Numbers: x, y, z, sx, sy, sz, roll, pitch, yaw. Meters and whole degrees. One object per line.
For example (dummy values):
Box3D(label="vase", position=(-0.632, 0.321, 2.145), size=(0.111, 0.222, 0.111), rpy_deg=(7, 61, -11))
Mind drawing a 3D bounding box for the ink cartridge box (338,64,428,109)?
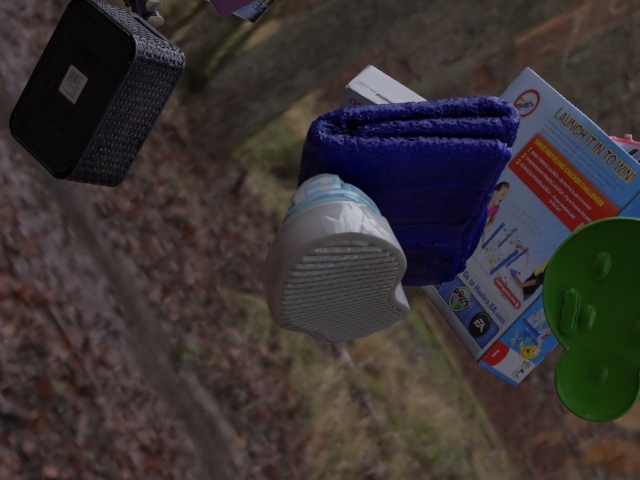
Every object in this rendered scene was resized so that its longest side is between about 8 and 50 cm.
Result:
Box3D(label="ink cartridge box", position=(0.073, -0.129, 1.580), size=(0.109, 0.063, 0.150), rpy_deg=(34, -41, 12))

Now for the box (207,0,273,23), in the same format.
Box3D(label="box", position=(-0.059, -0.381, 1.617), size=(0.114, 0.207, 0.036), rpy_deg=(14, 36, -56))

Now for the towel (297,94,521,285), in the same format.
Box3D(label="towel", position=(0.086, -0.037, 1.372), size=(0.308, 0.228, 0.076), rpy_deg=(98, -17, -60))

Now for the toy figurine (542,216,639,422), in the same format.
Box3D(label="toy figurine", position=(0.265, 0.065, 1.102), size=(0.159, 0.130, 0.173), rpy_deg=(-2, 105, -72))

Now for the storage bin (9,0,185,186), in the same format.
Box3D(label="storage bin", position=(-0.247, -0.162, 1.378), size=(0.122, 0.180, 0.084), rpy_deg=(41, 18, 30))

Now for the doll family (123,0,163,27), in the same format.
Box3D(label="doll family", position=(-0.250, -0.372, 1.721), size=(0.111, 0.076, 0.193), rpy_deg=(-153, -111, -63))

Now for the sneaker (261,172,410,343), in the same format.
Box3D(label="sneaker", position=(0.000, 0.000, 1.191), size=(0.366, 0.135, 0.150), rpy_deg=(73, -5, -75))

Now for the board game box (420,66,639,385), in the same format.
Box3D(label="board game box", position=(0.256, -0.025, 1.597), size=(0.086, 0.302, 0.308), rpy_deg=(34, 15, -38))

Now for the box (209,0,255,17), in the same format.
Box3D(label="box", position=(0.020, -0.308, 0.972), size=(0.117, 0.243, 0.213), rpy_deg=(56, 32, -20))

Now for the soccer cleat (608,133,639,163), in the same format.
Box3D(label="soccer cleat", position=(0.444, -0.125, 1.959), size=(0.248, 0.095, 0.083), rpy_deg=(16, -4, -4))
